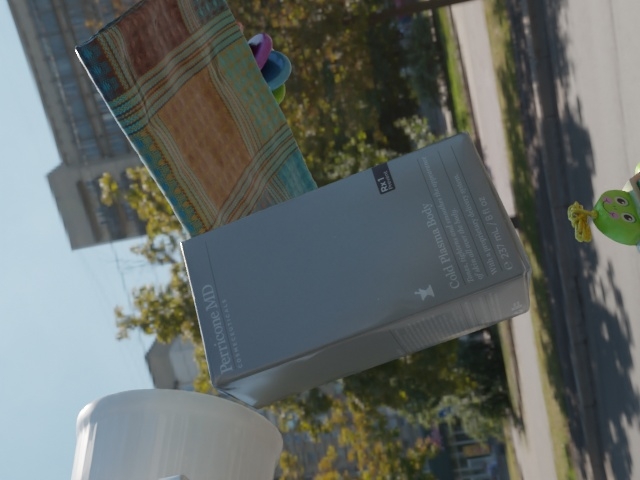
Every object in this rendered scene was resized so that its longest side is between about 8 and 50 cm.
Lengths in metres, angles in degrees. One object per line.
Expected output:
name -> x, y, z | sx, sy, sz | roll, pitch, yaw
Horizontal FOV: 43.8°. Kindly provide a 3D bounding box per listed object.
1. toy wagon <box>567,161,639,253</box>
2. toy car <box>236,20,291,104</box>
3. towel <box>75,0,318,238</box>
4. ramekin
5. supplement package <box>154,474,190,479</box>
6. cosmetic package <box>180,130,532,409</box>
toy wagon -> 0.508, -0.017, 1.071 | 0.267, 0.344, 0.068 | -90, 12, -46
toy car -> -0.127, -0.277, 1.250 | 0.136, 0.182, 0.159 | -43, 32, 48
towel -> -0.088, -0.088, 0.845 | 0.370, 0.040, 0.271 | 62, -152, -25
ramekin -> -0.191, 0.315, 1.034 | 0.277, 0.277, 0.135 | 71, -161, -50
supplement package -> -0.199, 0.331, 0.751 | 0.139, 0.244, 0.134 | 52, -147, -31
cosmetic package -> 0.026, 0.028, 0.608 | 0.107, 0.237, 0.127 | 59, -169, -65
